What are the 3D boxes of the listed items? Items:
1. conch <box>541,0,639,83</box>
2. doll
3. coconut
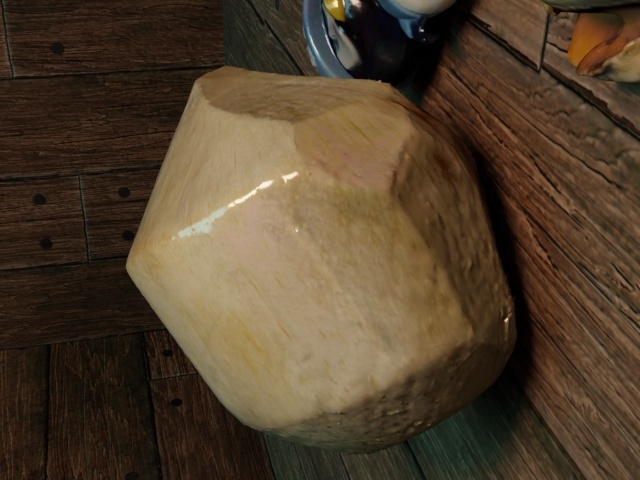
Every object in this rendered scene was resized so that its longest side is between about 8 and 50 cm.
[{"bbox_3d":[0.195,-0.183,0.528,0.158,0.127,0.255,58,-170,-1],"label":"conch"},{"bbox_3d":[0.059,-0.253,0.947,0.314,0.141,0.177,143,116,-71],"label":"doll"},{"bbox_3d":[0.000,0.000,0.874,0.415,0.344,0.415,41,150,31],"label":"coconut"}]
